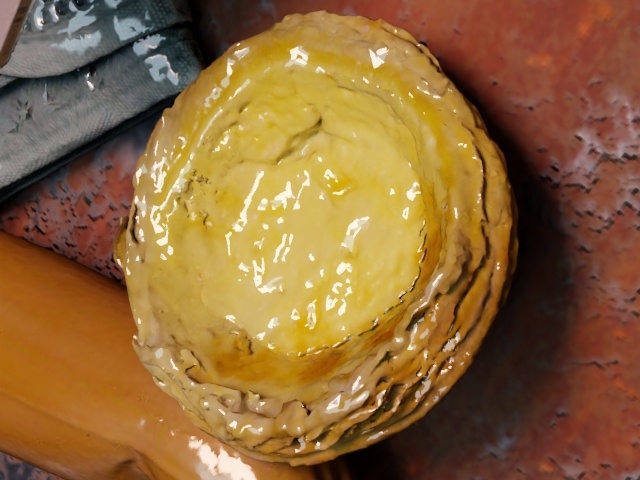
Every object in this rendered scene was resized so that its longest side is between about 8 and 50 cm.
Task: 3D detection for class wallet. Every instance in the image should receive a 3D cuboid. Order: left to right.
[{"bbox_3d":[-0.215,-0.200,0.787,0.237,0.075,0.342,-23,88,34],"label":"wallet"}]

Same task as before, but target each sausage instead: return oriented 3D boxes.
[{"bbox_3d":[-0.110,0.084,0.752,0.353,0.134,0.116,22,71,26],"label":"sausage"}]

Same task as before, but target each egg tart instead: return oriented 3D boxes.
[{"bbox_3d":[0.000,0.001,0.652,0.212,0.090,0.213,-8,72,26],"label":"egg tart"}]

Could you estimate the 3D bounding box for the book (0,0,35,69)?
[{"bbox_3d":[-0.141,-0.176,0.563,0.127,0.014,0.182,43,124,17],"label":"book"}]
